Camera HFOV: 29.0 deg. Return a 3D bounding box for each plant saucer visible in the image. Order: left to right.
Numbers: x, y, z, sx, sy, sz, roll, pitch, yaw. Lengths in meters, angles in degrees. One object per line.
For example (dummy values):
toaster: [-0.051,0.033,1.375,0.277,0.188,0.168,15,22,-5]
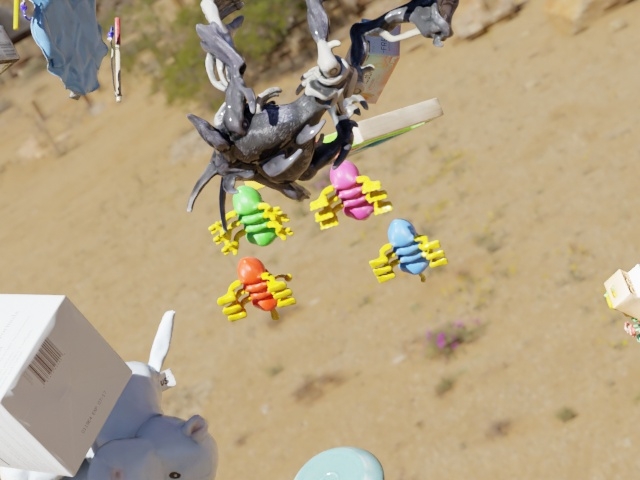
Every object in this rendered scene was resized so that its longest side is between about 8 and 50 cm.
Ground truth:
plant saucer: [0.013,0.276,1.399,0.119,0.021,0.119,-19,38,15]

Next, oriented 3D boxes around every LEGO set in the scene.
LEGO set: [0.388,0.081,1.310,0.287,0.132,0.107,-11,-9,-37]

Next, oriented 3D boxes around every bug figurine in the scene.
bug figurine: [0.000,0.000,1.463,0.279,0.216,0.072,-14,45,11]

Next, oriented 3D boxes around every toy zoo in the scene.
toy zoo: [0.017,-0.133,1.828,0.293,0.030,0.192,-21,0,44]

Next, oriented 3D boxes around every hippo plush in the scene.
hippo plush: [-0.240,0.286,1.610,0.294,0.234,0.236,-24,42,-38]

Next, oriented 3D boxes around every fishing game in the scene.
fishing game: [-0.355,-0.289,1.726,0.041,0.189,0.264,-10,-16,21]

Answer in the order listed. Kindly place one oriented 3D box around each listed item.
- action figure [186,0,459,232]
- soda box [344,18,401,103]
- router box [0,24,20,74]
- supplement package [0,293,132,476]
action figure: [-0.017,-0.139,1.029,0.275,0.164,0.141,-44,44,12]
soda box: [0.073,-0.269,1.880,0.063,0.058,0.183,5,-17,-9]
router box: [-0.415,-0.165,1.264,0.133,0.046,0.179,-31,-5,29]
supplement package: [-0.350,0.147,1.307,0.244,0.134,0.139,-1,48,34]
